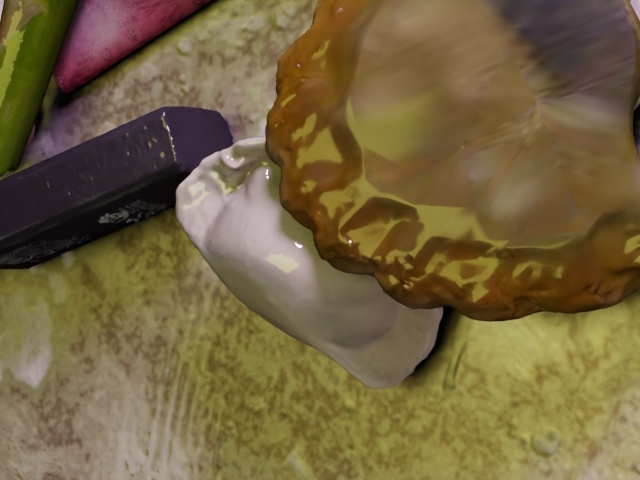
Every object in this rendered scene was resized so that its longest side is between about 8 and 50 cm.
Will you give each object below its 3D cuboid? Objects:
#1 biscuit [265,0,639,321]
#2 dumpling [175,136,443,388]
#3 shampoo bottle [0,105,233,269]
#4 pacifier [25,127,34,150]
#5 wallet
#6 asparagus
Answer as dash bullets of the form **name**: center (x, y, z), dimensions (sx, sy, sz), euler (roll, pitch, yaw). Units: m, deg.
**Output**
- **biscuit**: center (0.137, -0.092, 1.113), dimensions (0.335, 0.078, 0.329), euler (34, 85, 14)
- **dumpling**: center (0.000, 0.000, 1.185), dimensions (0.229, 0.124, 0.151), euler (35, 104, 4)
- **shampoo bottle**: center (-0.220, -0.030, 1.323), dimensions (0.309, 0.098, 0.071), euler (-20, 83, 27)
- **pacifier**: center (-0.303, -0.101, 1.395), dimensions (0.078, 0.099, 0.082), euler (-121, 37, -58)
- **wallet**: center (-0.150, -0.228, 1.336), dimensions (0.232, 0.025, 0.119), euler (-29, 75, 26)
- **asparagus**: center (-0.241, -0.167, 1.324), dimensions (0.060, 0.067, 0.278), euler (21, 96, 15)
